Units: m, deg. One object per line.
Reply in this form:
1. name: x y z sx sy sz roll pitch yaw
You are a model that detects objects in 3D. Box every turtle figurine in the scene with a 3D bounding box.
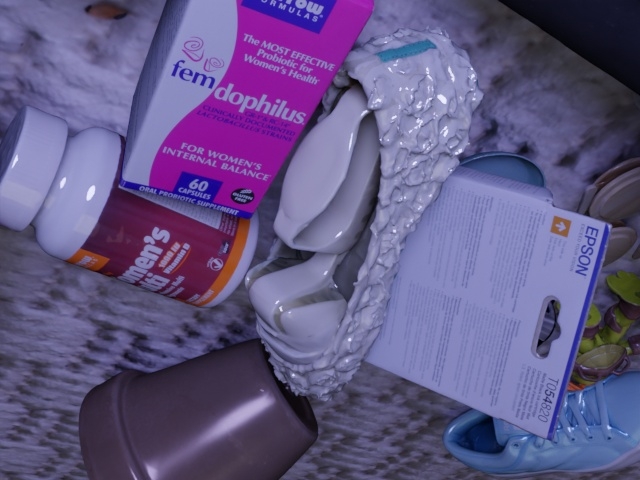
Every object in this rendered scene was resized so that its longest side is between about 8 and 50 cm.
1. turtle figurine: 0.345 0.141 0.945 0.269 0.087 0.217 -10 141 5

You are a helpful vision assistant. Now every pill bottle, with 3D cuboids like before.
1. pill bottle: -0.174 -0.027 0.645 0.221 0.121 0.121 24 133 -32

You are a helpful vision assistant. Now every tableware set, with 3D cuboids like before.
1. tableware set: 0.307 -0.028 0.772 0.128 0.039 0.194 -15 148 -7

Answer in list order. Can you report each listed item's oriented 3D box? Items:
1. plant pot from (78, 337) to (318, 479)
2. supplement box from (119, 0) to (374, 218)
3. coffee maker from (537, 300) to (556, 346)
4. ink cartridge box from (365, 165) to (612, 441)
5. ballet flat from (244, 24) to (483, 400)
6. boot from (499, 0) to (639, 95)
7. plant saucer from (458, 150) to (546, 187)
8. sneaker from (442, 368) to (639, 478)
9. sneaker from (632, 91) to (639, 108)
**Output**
1. plant pot: -0.134 0.244 0.922 0.229 0.263 0.263 -32 138 2
2. supplement box: -0.063 -0.134 0.534 0.111 0.114 0.220 14 136 -21
3. coffee maker: 0.155 0.085 0.833 0.171 0.120 0.178 -18 148 41
4. ink cartridge box: 0.138 0.046 0.674 0.223 0.045 0.224 21 118 28
5. ballet flat: 0.000 0.000 0.642 0.146 0.147 0.409 9 125 -17
6. boot: 0.230 -0.110 0.491 0.445 0.146 0.367 29 152 -10
7. plant saucer: 0.166 -0.052 0.735 0.119 0.021 0.119 -4 142 -3
8. sneaker: 0.332 0.275 1.057 0.150 0.135 0.366 19 140 -33
9. sneaker: 0.272 -0.170 0.565 0.086 0.064 0.192 -25 141 16
